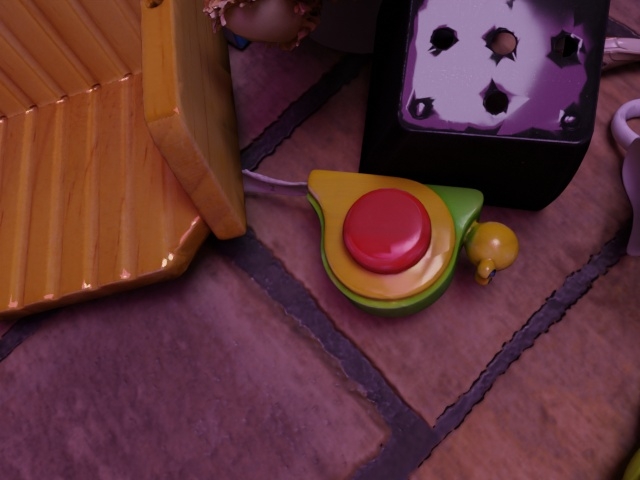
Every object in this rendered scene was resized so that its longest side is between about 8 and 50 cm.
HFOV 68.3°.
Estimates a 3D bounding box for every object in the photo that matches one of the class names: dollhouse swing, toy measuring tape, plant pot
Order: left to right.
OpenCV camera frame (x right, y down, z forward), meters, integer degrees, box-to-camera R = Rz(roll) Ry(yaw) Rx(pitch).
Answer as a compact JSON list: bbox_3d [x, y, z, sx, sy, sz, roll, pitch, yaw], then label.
[{"bbox_3d":[-0.282,-0.136,0.346,0.347,0.305,0.314,-14,67,9],"label":"dollhouse swing"},{"bbox_3d":[0.000,0.000,0.423,0.331,0.121,0.121,8,75,16],"label":"toy measuring tape"},{"bbox_3d":[0.129,-0.132,0.391,0.188,0.167,0.187,7,91,8],"label":"plant pot"}]

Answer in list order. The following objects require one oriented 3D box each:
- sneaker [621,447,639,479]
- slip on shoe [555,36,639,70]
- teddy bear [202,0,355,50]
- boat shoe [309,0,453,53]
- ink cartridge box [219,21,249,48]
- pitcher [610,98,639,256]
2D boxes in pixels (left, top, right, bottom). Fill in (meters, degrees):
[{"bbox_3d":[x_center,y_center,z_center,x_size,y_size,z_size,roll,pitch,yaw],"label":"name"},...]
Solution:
[{"bbox_3d":[0.288,0.201,0.337,0.124,0.109,0.295,33,79,16],"label":"sneaker"},{"bbox_3d":[0.277,-0.188,0.485,0.136,0.051,0.041,2,114,-3],"label":"slip on shoe"},{"bbox_3d":[0.029,-0.277,0.378,0.113,0.245,0.338,49,67,-25],"label":"teddy bear"},{"bbox_3d":[0.091,-0.261,0.505,0.229,0.080,0.076,-4,50,11],"label":"boat shoe"},{"bbox_3d":[-0.055,-0.398,0.474,0.129,0.223,0.307,36,80,15],"label":"ink cartridge box"},{"bbox_3d":[0.378,-0.067,0.409,0.207,0.125,0.177,-1,59,16],"label":"pitcher"}]
